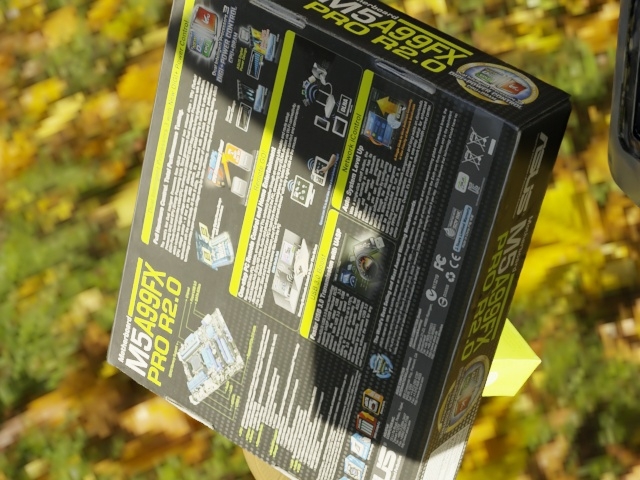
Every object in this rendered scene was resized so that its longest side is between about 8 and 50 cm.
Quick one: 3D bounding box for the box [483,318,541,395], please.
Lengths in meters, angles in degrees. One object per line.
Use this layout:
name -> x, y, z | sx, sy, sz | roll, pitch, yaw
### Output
box -> 0.051, 0.055, 1.274 | 0.178, 0.042, 0.109 | 3, 40, -46

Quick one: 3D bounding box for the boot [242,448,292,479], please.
boot -> 0.038, 0.170, 1.499 | 0.095, 0.262, 0.203 | -12, 33, 27

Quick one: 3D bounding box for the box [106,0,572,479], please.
box -> 0.000, 0.000, 1.052 | 0.216, 0.270, 0.060 | 29, 34, 25

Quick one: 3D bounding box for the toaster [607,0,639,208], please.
toaster -> 0.242, -0.073, 1.027 | 0.110, 0.185, 0.168 | -11, 31, -20
